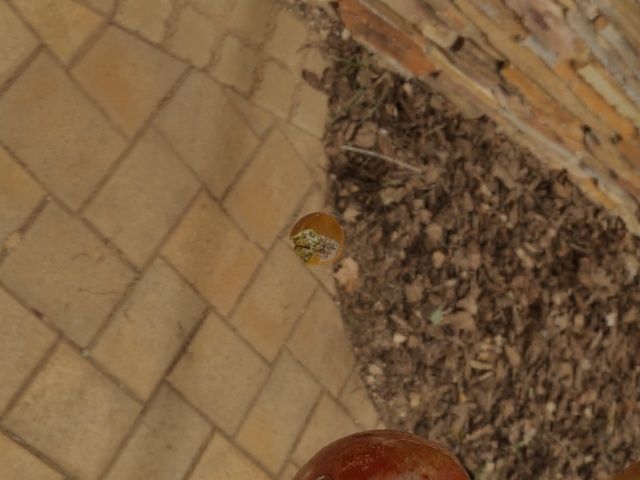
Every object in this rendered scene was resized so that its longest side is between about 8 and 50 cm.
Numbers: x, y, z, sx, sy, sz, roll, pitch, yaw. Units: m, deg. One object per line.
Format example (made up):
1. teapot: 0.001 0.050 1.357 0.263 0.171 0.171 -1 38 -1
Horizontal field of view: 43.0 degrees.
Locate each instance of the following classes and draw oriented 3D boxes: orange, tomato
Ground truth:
1. orange: 0.000 0.000 1.199 0.086 0.062 0.086 -9 107 -32
2. tomato: 0.069 0.326 0.865 0.095 0.236 0.237 -80 167 -86

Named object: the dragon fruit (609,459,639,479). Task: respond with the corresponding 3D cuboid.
1. dragon fruit: 0.440 0.355 0.930 0.296 0.314 0.263 -2 106 -9
